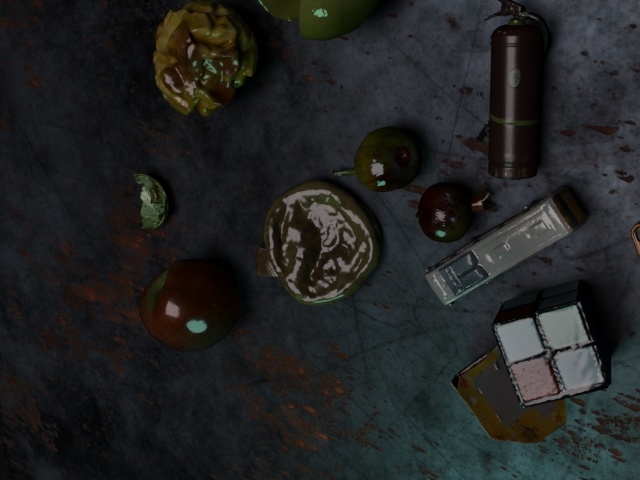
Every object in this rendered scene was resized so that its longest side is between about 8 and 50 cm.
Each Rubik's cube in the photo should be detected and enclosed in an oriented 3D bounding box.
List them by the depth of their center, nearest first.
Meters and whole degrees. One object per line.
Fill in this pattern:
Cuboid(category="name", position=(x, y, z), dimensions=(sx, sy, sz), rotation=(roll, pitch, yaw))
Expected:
Cuboid(category="Rubik's cube", position=(0.453, 0.199, 1.576), dimensions=(0.180, 0.167, 0.183), rotation=(-17, 94, 22))

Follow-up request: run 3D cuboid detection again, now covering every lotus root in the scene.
Cuboid(category="lotus root", position=(-0.102, 0.047, 1.971), dimensions=(0.122, 0.112, 0.081), rotation=(4, 107, 35))

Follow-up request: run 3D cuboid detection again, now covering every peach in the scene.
Cuboid(category="peach", position=(-0.337, 0.173, 2.111), dimensions=(0.252, 0.252, 0.252), rotation=(12, 112, 32))

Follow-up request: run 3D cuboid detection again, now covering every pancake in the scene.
Cuboid(category="pancake", position=(0.000, 0.000, 1.871), dimensions=(0.294, 0.049, 0.294), rotation=(0, 92, 15))

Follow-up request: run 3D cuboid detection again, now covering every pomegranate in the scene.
Cuboid(category="pomegranate", position=(0.274, -0.061, 1.663), dimensions=(0.159, 0.129, 0.129), rotation=(-14, 97, 37))

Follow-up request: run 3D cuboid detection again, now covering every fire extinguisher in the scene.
Cuboid(category="fire extinguisher", position=(0.358, -0.293, 1.536), dimensions=(0.141, 0.105, 0.341), rotation=(9, 114, 31))

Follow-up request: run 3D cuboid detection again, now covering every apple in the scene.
Cuboid(category="apple", position=(-0.003, -0.541, 1.597), dimensions=(0.292, 0.292, 0.254), rotation=(33, 145, 22))

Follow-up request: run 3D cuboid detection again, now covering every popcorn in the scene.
Cuboid(category="popcorn", position=(-0.280, -0.422, 1.884), dimensions=(0.332, 0.225, 0.265), rotation=(28, 110, 49))

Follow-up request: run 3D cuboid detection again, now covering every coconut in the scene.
Cuboid(category="coconut", position=(-0.454, -0.104, 2.204), dimensions=(0.133, 0.055, 0.158), rotation=(22, 119, 26))

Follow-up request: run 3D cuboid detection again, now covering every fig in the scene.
Cuboid(category="fig", position=(0.113, -0.160, 1.757), dimensions=(0.245, 0.149, 0.149), rotation=(-12, 99, 61))

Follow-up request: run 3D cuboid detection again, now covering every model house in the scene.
Cuboid(category="model house", position=(0.391, 0.339, 1.732), dimensions=(0.219, 0.207, 0.136), rotation=(52, 159, 5))

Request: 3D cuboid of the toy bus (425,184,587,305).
Cuboid(category="toy bus", position=(0.364, 0.018, 1.620), dimensions=(0.342, 0.138, 0.097), rotation=(-36, 87, 36))

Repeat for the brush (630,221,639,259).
Cuboid(category="brush", position=(0.650, 0.112, 1.530), dimensions=(0.090, 0.017, 0.314), rotation=(-18, 95, 35))
